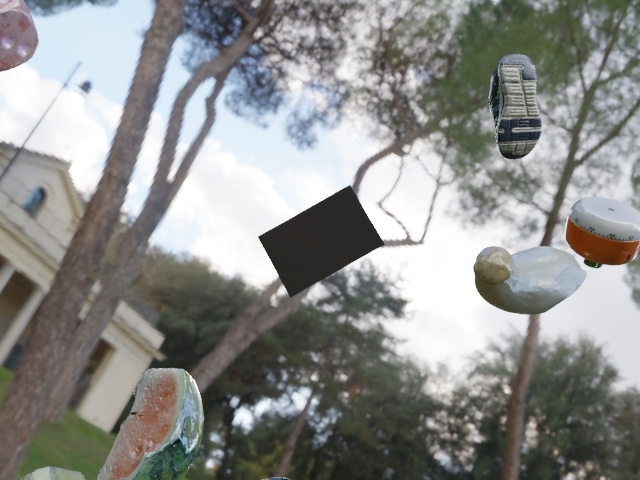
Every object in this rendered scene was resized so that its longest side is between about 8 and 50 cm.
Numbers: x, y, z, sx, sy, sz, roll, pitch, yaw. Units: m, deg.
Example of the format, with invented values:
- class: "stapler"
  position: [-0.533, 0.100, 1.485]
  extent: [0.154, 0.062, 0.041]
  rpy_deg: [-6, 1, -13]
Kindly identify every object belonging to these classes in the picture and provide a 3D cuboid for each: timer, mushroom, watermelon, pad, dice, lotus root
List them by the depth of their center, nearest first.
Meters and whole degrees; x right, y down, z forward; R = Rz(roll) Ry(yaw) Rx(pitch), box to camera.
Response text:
- class: "dice"
  position: [-0.454, -0.296, 1.303]
  extent: [0.094, 0.091, 0.093]
  rpy_deg: [41, -29, 37]
- class: "lotus root"
  position: [-0.387, 0.420, 1.440]
  extent: [0.144, 0.070, 0.143]
  rpy_deg: [58, -1, 17]
- class: "mushroom"
  position: [0.313, 0.064, 1.478]
  extent: [0.270, 0.118, 0.103]
  rpy_deg: [1, 45, -49]
- class: "timer"
  position: [0.479, -0.003, 1.590]
  extent: [0.136, 0.099, 0.136]
  rpy_deg: [15, -62, 30]
- class: "pad"
  position: [0.000, 0.000, 1.628]
  extent: [0.127, 0.190, 0.004]
  rpy_deg: [61, 3, 16]
- class: "watermelon"
  position: [-0.341, 0.419, 1.896]
  extent: [0.180, 0.305, 0.224]
  rpy_deg: [18, -28, 9]

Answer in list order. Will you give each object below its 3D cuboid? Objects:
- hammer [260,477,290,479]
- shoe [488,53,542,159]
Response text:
- class: "hammer"
  position: [-0.115, 0.642, 1.988]
  extent: [0.044, 0.152, 0.427]
  rpy_deg: [-124, -159, -44]
- class: "shoe"
  position: [0.382, -0.265, 1.862]
  extent: [0.091, 0.207, 0.106]
  rpy_deg: [-2, 0, -8]
